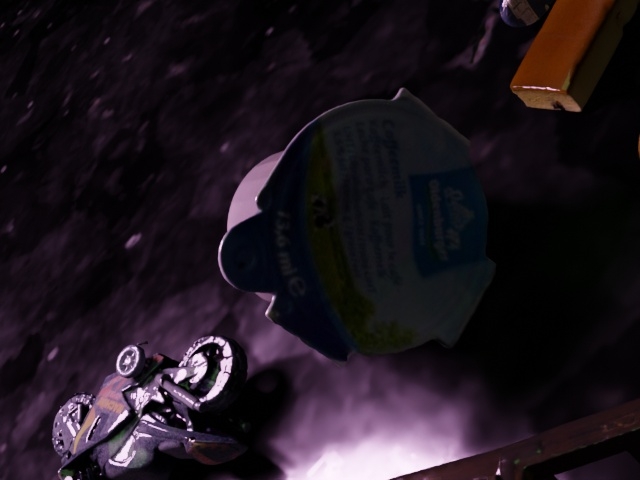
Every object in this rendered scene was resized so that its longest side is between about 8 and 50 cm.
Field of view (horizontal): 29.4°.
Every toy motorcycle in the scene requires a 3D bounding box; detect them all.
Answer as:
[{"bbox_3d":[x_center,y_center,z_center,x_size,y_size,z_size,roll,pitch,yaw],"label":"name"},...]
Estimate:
[{"bbox_3d":[-0.203,0.219,1.403,0.307,0.108,0.173,-24,51,30],"label":"toy motorcycle"}]

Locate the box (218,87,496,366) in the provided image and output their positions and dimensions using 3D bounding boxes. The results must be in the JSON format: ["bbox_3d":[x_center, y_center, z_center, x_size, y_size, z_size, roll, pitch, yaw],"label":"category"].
[{"bbox_3d":[0.000,0.000,1.254,0.291,0.262,0.206,-16,6,-24],"label":"box"}]

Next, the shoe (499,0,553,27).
[{"bbox_3d":[0.245,-0.311,1.425,0.071,0.064,0.143,10,64,50],"label":"shoe"}]

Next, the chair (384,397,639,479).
[{"bbox_3d":[0.168,0.279,0.855,0.416,0.203,0.240,-26,39,32],"label":"chair"}]

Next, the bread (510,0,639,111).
[{"bbox_3d":[0.291,-0.242,1.324,0.088,0.049,0.226,12,67,52],"label":"bread"}]

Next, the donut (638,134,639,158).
[{"bbox_3d":[0.340,-0.093,1.143,0.097,0.043,0.108,-24,39,31],"label":"donut"}]
